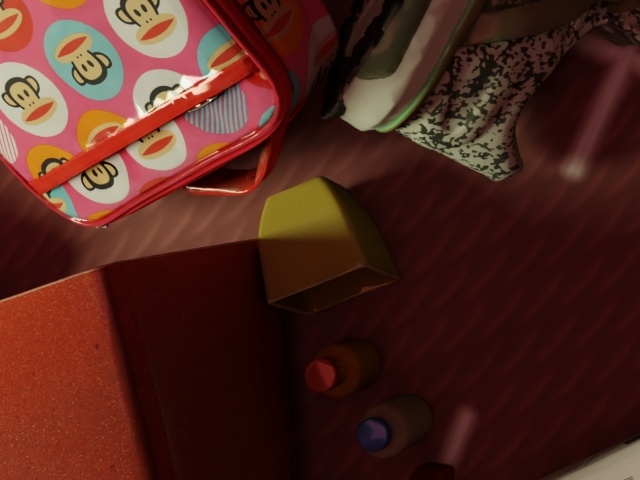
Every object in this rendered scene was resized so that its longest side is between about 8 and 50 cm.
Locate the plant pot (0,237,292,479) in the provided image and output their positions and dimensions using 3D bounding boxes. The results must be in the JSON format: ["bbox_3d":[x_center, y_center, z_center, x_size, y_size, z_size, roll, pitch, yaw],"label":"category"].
[{"bbox_3d":[-0.164,0.155,1.165,0.267,0.267,0.235,-19,86,21],"label":"plant pot"}]

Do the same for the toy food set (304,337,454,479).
[{"bbox_3d":[0.030,0.194,1.193,0.111,0.104,0.232,9,94,18],"label":"toy food set"}]

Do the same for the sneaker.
[{"bbox_3d":[0.174,-0.217,1.151,0.182,0.158,0.410,33,100,-17],"label":"sneaker"}]

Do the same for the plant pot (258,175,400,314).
[{"bbox_3d":[0.000,0.000,1.216,0.082,0.081,0.083,-21,74,17],"label":"plant pot"}]

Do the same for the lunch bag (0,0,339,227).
[{"bbox_3d":[-0.134,-0.132,1.173,0.293,0.120,0.258,-25,112,44],"label":"lunch bag"}]

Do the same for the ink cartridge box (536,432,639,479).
[{"bbox_3d":[0.287,0.209,1.105,0.273,0.115,0.198,-28,83,17],"label":"ink cartridge box"}]
